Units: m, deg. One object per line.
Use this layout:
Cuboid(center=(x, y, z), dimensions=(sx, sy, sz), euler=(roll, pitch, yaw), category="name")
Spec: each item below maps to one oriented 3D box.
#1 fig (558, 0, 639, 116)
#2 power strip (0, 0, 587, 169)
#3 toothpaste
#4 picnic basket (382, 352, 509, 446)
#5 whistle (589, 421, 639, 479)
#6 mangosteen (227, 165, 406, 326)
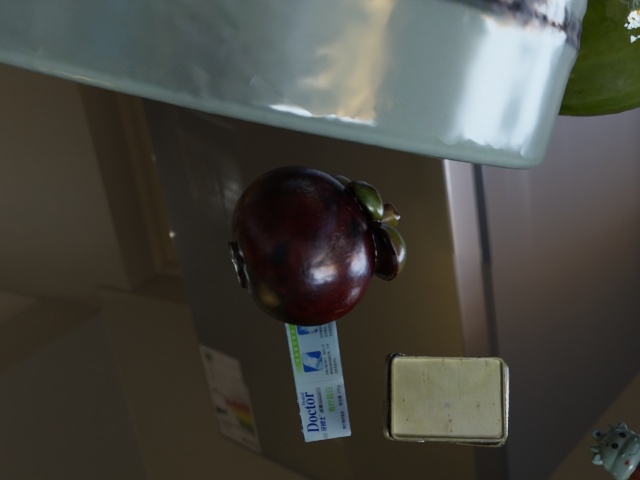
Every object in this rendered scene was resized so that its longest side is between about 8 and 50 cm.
Cuboid(center=(0.332, -0.296, 1.199), dimensions=(0.316, 0.316, 0.316), euler=(-8, -158, 3), category="fig")
Cuboid(center=(-0.039, -0.150, 0.489), dimensions=(0.358, 0.161, 0.357), euler=(12, -170, -2), category="power strip")
Cuboid(center=(-0.012, 0.164, 1.457), dimensions=(0.081, 0.336, 0.067), euler=(-8, -153, 0), category="toothpaste")
Cuboid(center=(0.162, 0.209, 1.209), dimensions=(0.164, 0.115, 0.079), euler=(3, 168, 0), category="picnic basket")
Cuboid(center=(0.601, 0.427, 1.676), dimensions=(0.253, 0.101, 0.106), euler=(39, -172, 20), category="whistle")
Cuboid(center=(0.000, 0.000, 1.000), dimensions=(0.200, 0.199, 0.200), euler=(-8, -158, 3), category="mangosteen")
